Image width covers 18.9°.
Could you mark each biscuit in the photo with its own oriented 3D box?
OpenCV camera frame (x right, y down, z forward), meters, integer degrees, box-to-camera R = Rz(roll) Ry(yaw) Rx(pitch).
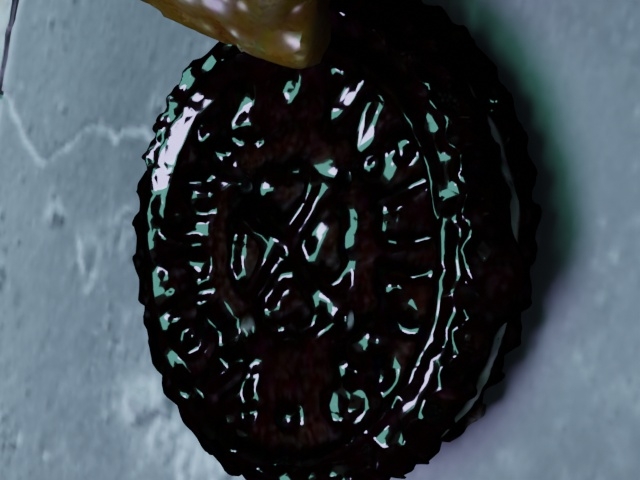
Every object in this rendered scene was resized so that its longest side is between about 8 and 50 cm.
[{"bbox_3d":[0.000,0.000,0.705,0.194,0.053,0.195,-2,87,44],"label":"biscuit"}]

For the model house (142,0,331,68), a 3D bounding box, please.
[{"bbox_3d":[-0.042,-0.197,0.638,0.199,0.219,0.229,26,96,10],"label":"model house"}]
